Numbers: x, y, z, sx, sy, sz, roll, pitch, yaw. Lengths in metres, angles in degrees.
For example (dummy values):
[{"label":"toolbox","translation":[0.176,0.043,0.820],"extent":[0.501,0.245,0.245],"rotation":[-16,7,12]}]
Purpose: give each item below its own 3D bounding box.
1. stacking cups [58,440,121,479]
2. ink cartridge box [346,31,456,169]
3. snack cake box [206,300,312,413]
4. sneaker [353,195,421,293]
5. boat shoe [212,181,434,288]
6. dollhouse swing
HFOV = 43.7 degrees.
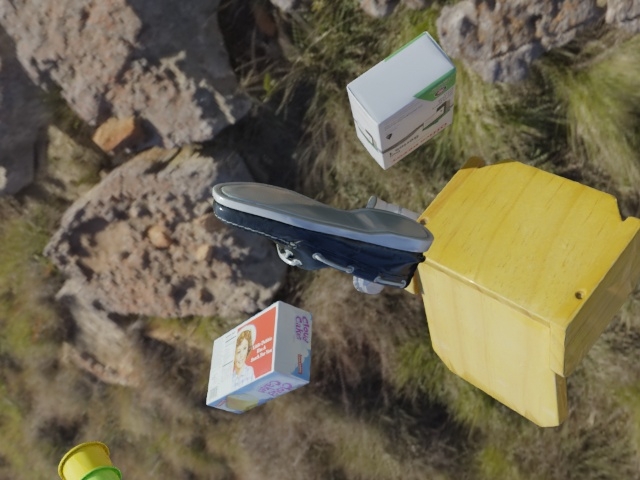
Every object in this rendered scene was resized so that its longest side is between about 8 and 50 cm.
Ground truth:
[{"label":"stacking cups","translation":[-0.346,0.483,1.344],"extent":[0.316,0.096,0.096],"rotation":[45,150,41]},{"label":"ink cartridge box","translation":[0.141,-0.230,1.357],"extent":[0.092,0.160,0.219],"rotation":[54,178,17]},{"label":"snack cake box","translation":[-0.129,0.247,1.652],"extent":[0.089,0.152,0.264],"rotation":[23,144,-28]},{"label":"sneaker","translation":[0.143,0.030,1.726],"extent":[0.129,0.111,0.297],"rotation":[13,146,7]},{"label":"boat shoe","translation":[0.000,0.000,1.020],"extent":[0.303,0.114,0.091],"rotation":[14,112,-17]},{"label":"dollhouse swing","translation":[0.361,0.092,1.408],"extent":[0.347,0.315,0.305],"rotation":[28,162,43]}]
